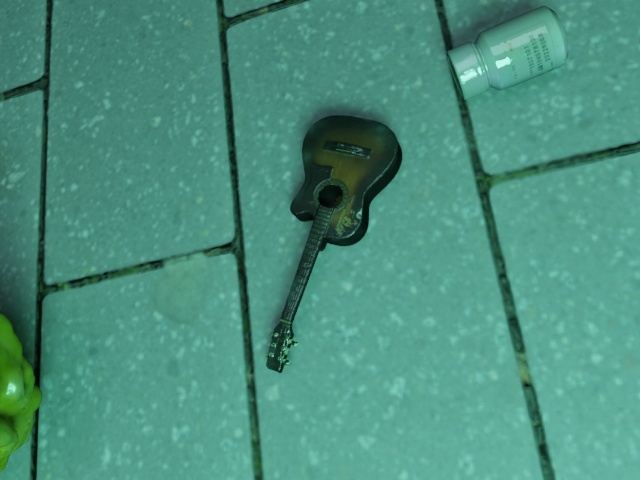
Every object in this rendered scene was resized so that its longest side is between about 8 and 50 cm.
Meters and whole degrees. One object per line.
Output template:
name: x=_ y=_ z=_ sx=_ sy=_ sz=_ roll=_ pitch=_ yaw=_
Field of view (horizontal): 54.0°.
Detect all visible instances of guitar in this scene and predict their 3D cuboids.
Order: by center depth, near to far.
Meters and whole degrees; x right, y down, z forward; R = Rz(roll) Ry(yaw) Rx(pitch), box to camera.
guitar: x=0.000 y=0.000 z=0.541 sx=0.088 sy=0.025 sz=0.233 roll=15 pitch=79 yaw=22

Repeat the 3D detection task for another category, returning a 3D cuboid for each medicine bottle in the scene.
medicine bottle: x=0.155 y=-0.154 z=0.524 sx=0.089 sy=0.052 sz=0.052 roll=-21 pitch=67 yaw=11

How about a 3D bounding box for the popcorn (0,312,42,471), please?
popcorn: x=-0.366 y=0.124 z=0.516 sx=0.250 sy=0.235 sz=0.242 roll=-2 pitch=95 yaw=37
